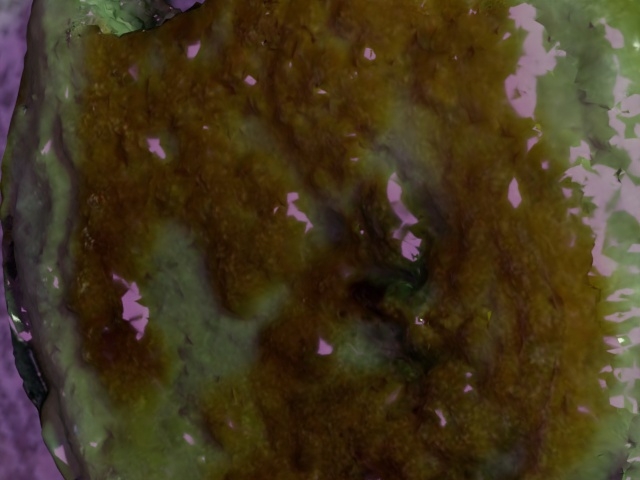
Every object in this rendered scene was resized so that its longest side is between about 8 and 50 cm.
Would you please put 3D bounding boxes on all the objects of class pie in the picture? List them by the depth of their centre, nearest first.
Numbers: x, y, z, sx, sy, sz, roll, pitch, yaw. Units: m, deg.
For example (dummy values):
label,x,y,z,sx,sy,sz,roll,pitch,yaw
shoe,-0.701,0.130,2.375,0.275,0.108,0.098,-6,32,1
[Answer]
label,x,y,z,sx,sy,sz,roll,pitch,yaw
pie,0.003,0.007,0.606,0.303,0.067,0.302,0,91,37
